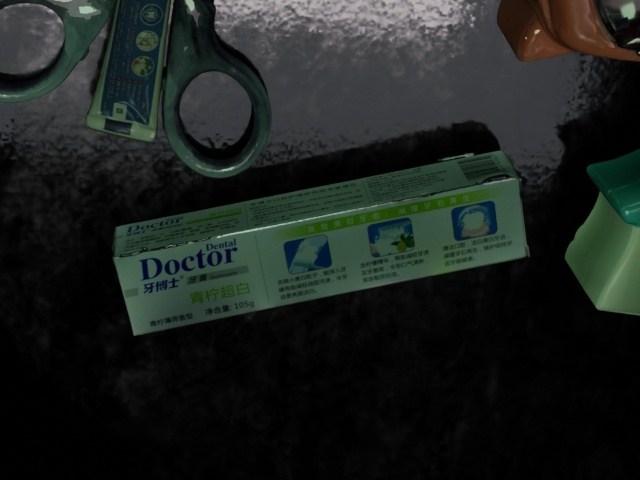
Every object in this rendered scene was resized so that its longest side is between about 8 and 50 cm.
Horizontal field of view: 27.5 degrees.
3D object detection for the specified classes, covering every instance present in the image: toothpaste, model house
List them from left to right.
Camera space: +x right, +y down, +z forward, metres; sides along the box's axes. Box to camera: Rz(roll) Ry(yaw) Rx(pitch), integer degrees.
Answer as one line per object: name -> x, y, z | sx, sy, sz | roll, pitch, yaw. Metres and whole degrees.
toothpaste -> -0.135, -0.166, 0.978 | 0.057, 0.035, 0.197 | 13, 117, -2
toothpaste -> 0.000, 0.000, 1.090 | 0.337, 0.067, 0.081 | -11, 117, -2
model house -> 0.292, -0.018, 1.101 | 0.127, 0.100, 0.149 | 8, 116, -12

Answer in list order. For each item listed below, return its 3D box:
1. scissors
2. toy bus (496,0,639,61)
scissors -> -0.108, -0.242, 0.979 | 0.256, 0.029, 0.383 | 18, 114, -14
toy bus -> 0.215, -0.331, 0.888 | 0.233, 0.203, 0.426 | -12, 115, 3
